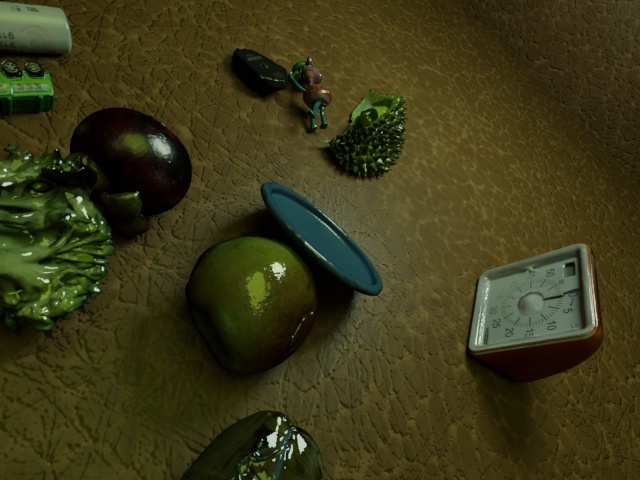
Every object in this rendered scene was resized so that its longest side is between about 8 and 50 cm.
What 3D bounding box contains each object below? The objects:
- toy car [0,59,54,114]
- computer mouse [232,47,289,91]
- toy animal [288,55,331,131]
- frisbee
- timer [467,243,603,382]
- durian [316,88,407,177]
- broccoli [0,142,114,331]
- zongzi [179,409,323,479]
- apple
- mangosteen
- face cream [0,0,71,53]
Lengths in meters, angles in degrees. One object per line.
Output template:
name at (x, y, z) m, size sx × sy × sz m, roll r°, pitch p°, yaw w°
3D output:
toy car at (-0.519, -0.240, 0.648) m, size 0.165 × 0.071 × 0.062 m, roll -21°, pitch 86°, yaw -39°
computer mouse at (-0.150, -0.415, 1.003) m, size 0.172 × 0.057 × 0.099 m, roll 41°, pitch 48°, yaw 15°
toy animal at (-0.031, -0.375, 1.022) m, size 0.103 × 0.100 × 0.208 m, roll 3°, pitch 63°, yaw -28°
frisbee at (-0.004, 0.003, 0.748) m, size 0.289 × 0.049 × 0.289 m, roll 40°, pitch 14°, yaw -12°
timer at (0.477, 0.150, 0.872) m, size 0.161 × 0.250 × 0.257 m, roll 36°, pitch 48°, yaw -6°
durian at (0.139, -0.284, 1.081) m, size 0.169 × 0.157 × 0.355 m, roll 14°, pitch 43°, yaw 23°
broccoli at (-0.383, -0.020, 0.450) m, size 0.263 × 0.243 × 0.247 m, roll 42°, pitch 88°, yaw 0°
zongzi at (-0.045, 0.410, 0.436) m, size 0.360 × 0.160 × 0.323 m, roll 45°, pitch 49°, yaw 3°
apple at (-0.094, 0.090, 0.627) m, size 0.188 × 0.174 × 0.207 m, roll -25°, pitch 91°, yaw -38°
mangosteen at (-0.298, -0.101, 0.627) m, size 0.200 × 0.200 × 0.200 m, roll 16°, pitch 53°, yaw -22°
face cream at (-0.582, -0.364, 0.685) m, size 0.269 × 0.082 × 0.082 m, roll -18°, pitch 70°, yaw -37°
